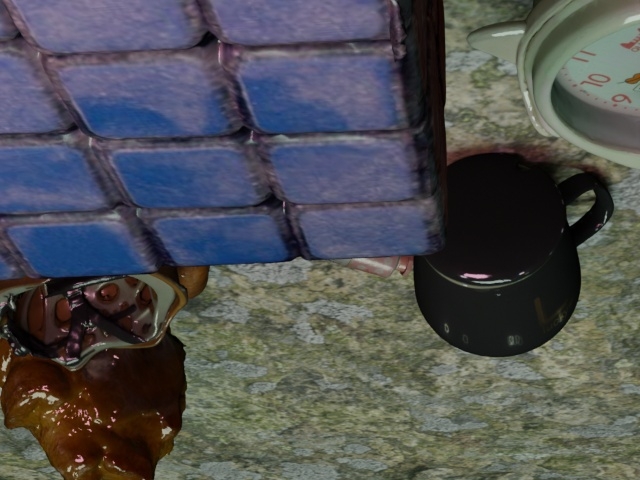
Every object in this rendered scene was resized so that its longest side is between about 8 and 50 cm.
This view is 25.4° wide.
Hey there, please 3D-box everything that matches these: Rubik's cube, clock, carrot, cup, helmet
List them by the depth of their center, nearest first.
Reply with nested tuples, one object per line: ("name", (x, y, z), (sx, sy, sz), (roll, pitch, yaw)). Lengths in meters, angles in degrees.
("Rubik's cube", (-0.109, -0.197, 0.743), (0.337, 0.344, 0.344), (-2, 154, 7))
("clock", (0.284, -0.158, 1.086), (0.324, 0.109, 0.265), (13, 154, -22))
("cup", (0.192, -0.001, 1.411), (0.223, 0.169, 0.176), (-33, 147, -7))
("helmet", (-0.255, 0.036, 1.520), (0.224, 0.130, 0.198), (-27, 147, 23))
("carrot", (-0.133, -0.008, 1.521), (0.057, 0.057, 0.224), (6, 150, -11))

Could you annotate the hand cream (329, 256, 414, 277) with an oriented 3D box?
("hand cream", (0.000, 0.000, 1.537), (0.209, 0.043, 0.067), (14, 158, -13))

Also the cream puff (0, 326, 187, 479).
("cream puff", (-0.258, 0.164, 1.668), (0.241, 0.269, 0.155), (44, 129, -11))
